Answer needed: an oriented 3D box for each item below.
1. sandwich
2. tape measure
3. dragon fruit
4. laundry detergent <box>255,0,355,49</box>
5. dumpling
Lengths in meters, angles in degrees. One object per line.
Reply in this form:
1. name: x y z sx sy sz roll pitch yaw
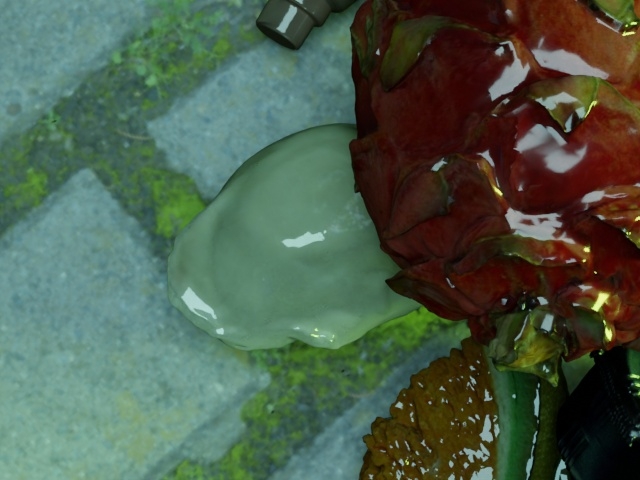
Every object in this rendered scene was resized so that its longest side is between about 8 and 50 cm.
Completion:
1. sandwich: 0.111 0.153 1.364 0.160 0.109 0.185 1 81 19
2. tape measure: 0.260 0.148 1.308 0.186 0.199 0.112 20 122 -24
3. dragon fruit: 0.153 -0.072 1.253 0.277 0.277 0.342 -4 73 -2
4. laundry detergent: -0.008 -0.282 1.445 0.171 0.076 0.237 31 83 5
5. dumpling: 0.000 0.000 1.370 0.250 0.132 0.162 -29 73 -21
